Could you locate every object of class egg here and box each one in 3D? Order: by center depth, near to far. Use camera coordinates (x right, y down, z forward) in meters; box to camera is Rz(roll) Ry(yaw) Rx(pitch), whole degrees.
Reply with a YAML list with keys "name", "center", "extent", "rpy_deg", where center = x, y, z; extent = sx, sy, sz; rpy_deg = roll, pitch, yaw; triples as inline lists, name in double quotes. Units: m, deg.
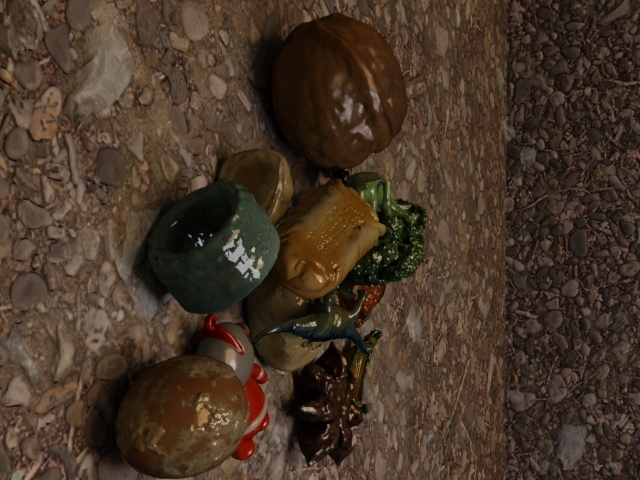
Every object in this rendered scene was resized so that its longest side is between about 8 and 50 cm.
- name: "egg"
  center: [-0.228, 0.289, 1.363]
  extent: [0.245, 0.203, 0.203]
  rpy_deg: [-18, 105, -51]

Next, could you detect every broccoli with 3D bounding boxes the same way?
- name: "broccoli"
  center: [0.111, -0.030, 1.913]
  extent: [0.308, 0.308, 0.275]
  rpy_deg: [-46, 145, -55]

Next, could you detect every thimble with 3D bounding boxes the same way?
- name: "thimble"
  center: [-0.186, 0.004, 1.454]
  extent: [0.235, 0.198, 0.143]
  rpy_deg: [-54, 133, -26]

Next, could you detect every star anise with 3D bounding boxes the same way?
- name: "star anise"
  center: [0.016, 0.406, 1.937]
  extent: [0.315, 0.108, 0.315]
  rpy_deg: [-7, 90, -70]

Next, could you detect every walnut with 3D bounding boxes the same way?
- name: "walnut"
  center: [0.037, -0.337, 1.839]
  extent: [0.344, 0.306, 0.306]
  rpy_deg: [72, 30, -42]

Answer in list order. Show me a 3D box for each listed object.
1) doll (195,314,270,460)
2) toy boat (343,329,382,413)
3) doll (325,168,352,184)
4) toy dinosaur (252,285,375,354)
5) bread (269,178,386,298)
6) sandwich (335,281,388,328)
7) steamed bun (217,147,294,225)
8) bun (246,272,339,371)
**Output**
- name: "doll"
  center: [-0.173, 0.272, 1.589]
  extent: [0.200, 0.105, 0.336]
  rpy_deg: [-59, 146, -44]
- name: "toy boat"
  center: [0.102, 0.336, 2.134]
  extent: [0.089, 0.088, 0.229]
  rpy_deg: [45, 50, -53]
- name: "doll"
  center: [0.041, -0.184, 2.033]
  extent: [0.219, 0.067, 0.091]
  rpy_deg: [-92, 165, -73]
- name: "toy dinosaur"
  center: [0.013, 0.159, 1.678]
  extent: [0.363, 0.076, 0.147]
  rpy_deg: [10, 97, -49]
- name: "bread"
  center: [0.000, 0.000, 1.665]
  extent: [0.173, 0.121, 0.311]
  rpy_deg: [48, 41, -1]
- name: "sandwich"
  center: [0.100, 0.099, 2.136]
  extent: [0.292, 0.109, 0.212]
  rpy_deg: [-55, 145, -43]
- name: "steamed bun"
  center: [-0.122, -0.088, 1.681]
  extent: [0.155, 0.141, 0.172]
  rpy_deg: [37, 60, -69]
- name: "bun"
  center: [-0.044, 0.148, 1.790]
  extent: [0.259, 0.152, 0.259]
  rpy_deg: [7, 82, -61]
